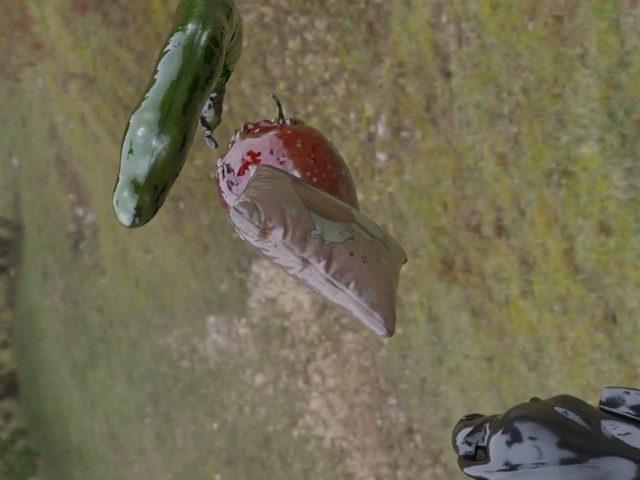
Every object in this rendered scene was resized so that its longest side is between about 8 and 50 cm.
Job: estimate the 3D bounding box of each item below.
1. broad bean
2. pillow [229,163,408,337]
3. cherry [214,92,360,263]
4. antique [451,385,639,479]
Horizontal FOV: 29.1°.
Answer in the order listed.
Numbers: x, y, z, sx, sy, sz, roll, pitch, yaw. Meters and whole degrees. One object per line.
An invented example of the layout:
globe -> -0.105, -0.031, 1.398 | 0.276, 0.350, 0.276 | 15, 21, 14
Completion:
broad bean -> -0.089, -0.107, 0.868 | 0.292, 0.049, 0.144 | -74, -5, -73
pillow -> 0.000, 0.000, 1.426 | 0.084, 0.236, 0.223 | -53, 5, 19
cherry -> -0.032, -0.053, 1.629 | 0.250, 0.175, 0.192 | 55, 170, 2
antique -> 0.332, 0.281, 1.537 | 0.255, 0.322, 0.185 | 98, 169, -78
